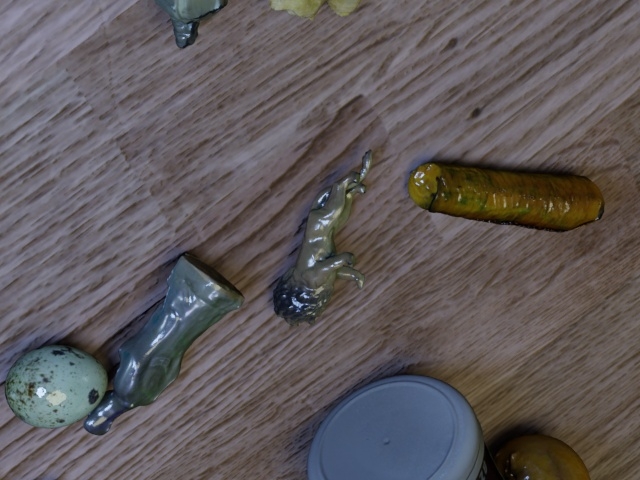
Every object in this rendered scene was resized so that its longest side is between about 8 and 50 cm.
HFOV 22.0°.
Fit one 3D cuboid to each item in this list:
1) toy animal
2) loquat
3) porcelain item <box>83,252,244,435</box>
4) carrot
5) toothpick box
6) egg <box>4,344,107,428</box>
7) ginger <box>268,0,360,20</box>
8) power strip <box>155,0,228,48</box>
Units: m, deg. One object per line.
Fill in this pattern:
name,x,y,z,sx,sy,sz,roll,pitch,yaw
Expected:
toy animal,0.017,0.004,1.783,0.220,0.086,0.069,-66,168,10
loquat,0.280,0.317,2.105,0.141,0.141,0.141,-16,125,-24
porcelain item,-0.174,0.120,1.733,0.216,0.069,0.081,-52,153,5
carrot,0.216,-0.051,1.883,0.260,0.070,0.070,6,114,-34
toothpick box,0.121,0.330,1.971,0.229,0.229,0.316,-37,132,-9
egg,-0.269,0.148,1.680,0.110,0.085,0.085,-6,121,-43
ginger,0.014,-0.351,1.572,0.118,0.065,0.299,-15,127,-41
power strip,-0.120,-0.351,1.468,0.066,0.092,0.388,-12,123,-24
